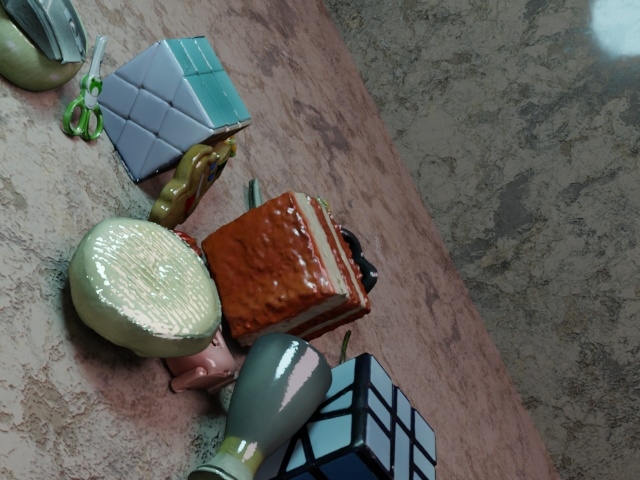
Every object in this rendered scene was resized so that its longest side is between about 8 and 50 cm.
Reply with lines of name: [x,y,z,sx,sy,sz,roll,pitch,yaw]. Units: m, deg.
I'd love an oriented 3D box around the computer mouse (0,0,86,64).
computer mouse: [-0.492,-0.419,1.589,0.231,0.071,0.126,54,25,-23]

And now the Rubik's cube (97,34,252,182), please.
Rubik's cube: [-0.320,-0.285,1.883,0.231,0.221,0.224,61,22,-4]

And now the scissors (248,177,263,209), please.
scissors: [-0.153,-0.039,2.210,0.138,0.041,0.289,27,40,-44]

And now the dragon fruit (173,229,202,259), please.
dragon fruit: [-0.285,0.043,1.771,0.162,0.083,0.106,42,31,-46]

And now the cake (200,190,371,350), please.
cake: [-0.078,0.071,1.896,0.269,0.270,0.319,67,10,18]

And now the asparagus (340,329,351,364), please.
asparagus: [0.068,0.285,2.355,0.163,0.016,0.016,-73,150,-62]

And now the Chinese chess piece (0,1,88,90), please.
Chinese chess piece: [-0.555,-0.406,1.667,0.250,0.101,0.250,47,27,-33]

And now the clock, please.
clock: [-0.232,0.202,1.682,0.166,0.093,0.162,19,44,-59]

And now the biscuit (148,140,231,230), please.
biscuit: [-0.251,-0.119,1.770,0.047,0.183,0.320,29,25,3]

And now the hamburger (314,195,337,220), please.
hamburger: [0.000,0.000,2.428,0.131,0.124,0.262,-163,-131,-87]

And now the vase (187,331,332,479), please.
vase: [-0.113,0.336,1.608,0.173,0.173,0.321,53,44,-22]

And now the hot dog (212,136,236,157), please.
hot dog: [-0.284,-0.311,2.200,0.250,0.076,0.104,53,22,-17]

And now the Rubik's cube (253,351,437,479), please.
Rubik's cube: [0.048,0.444,1.763,0.283,0.288,0.293,50,22,-25]

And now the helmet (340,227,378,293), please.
helmet: [0.030,0.074,2.274,0.189,0.193,0.216,15,77,-37]

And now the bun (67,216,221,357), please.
bun: [-0.316,0.095,1.535,0.287,0.146,0.287,34,33,-26]

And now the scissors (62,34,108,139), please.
scissors: [-0.451,-0.302,1.727,0.101,0.027,0.204,8,94,-65]
